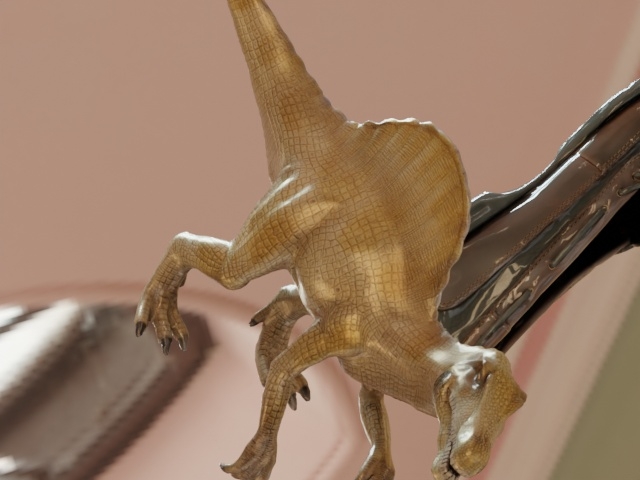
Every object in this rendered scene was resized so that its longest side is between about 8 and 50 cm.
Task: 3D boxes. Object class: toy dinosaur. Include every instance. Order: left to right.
[{"bbox_3d":[0.000,0.000,0.499,0.092,0.053,0.183,-48,-129,27],"label":"toy dinosaur"}]

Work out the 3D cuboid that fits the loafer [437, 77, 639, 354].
[{"bbox_3d":[0.157,-0.010,1.105,0.084,0.267,0.096,52,-9,30],"label":"loafer"}]
